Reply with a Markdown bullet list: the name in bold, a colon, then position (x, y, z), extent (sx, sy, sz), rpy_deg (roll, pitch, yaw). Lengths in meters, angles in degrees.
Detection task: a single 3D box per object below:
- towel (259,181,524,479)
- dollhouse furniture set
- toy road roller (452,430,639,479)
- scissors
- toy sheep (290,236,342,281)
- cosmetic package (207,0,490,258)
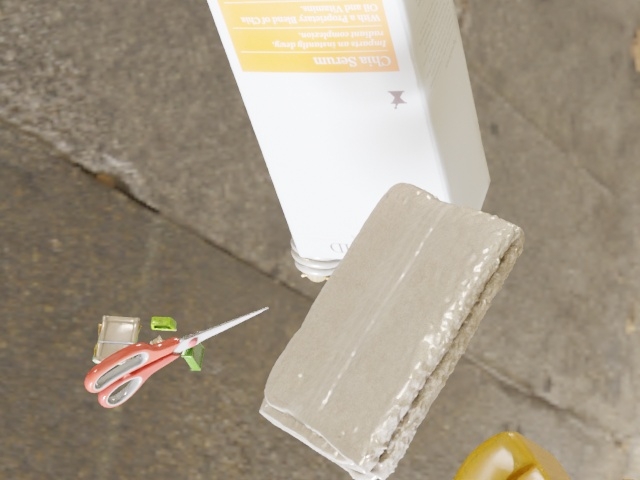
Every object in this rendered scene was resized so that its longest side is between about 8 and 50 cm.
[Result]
- **towel**: position (0.066, 0.083, 1.220), extent (0.049, 0.187, 0.282), rpy_deg (38, 81, -39)
- **dollhouse furniture set**: position (-0.250, 0.155, 1.853), extent (0.058, 0.151, 0.076), rpy_deg (72, 23, -65)
- **toy road roller**: position (0.171, 0.322, 1.108), extent (0.241, 0.329, 0.202), rpy_deg (58, 12, 32)
- **scissors**: position (-0.196, 0.143, 1.782), extent (0.297, 0.021, 0.109), rpy_deg (-30, 146, -19)
- **toy sheep**: position (0.000, 0.000, 1.769), extent (0.091, 0.091, 0.132), rpy_deg (-30, 131, -46)
- **cosmetic package**: position (0.043, -0.183, 1.490), extent (0.453, 0.230, 0.161), rpy_deg (70, 31, -43)
